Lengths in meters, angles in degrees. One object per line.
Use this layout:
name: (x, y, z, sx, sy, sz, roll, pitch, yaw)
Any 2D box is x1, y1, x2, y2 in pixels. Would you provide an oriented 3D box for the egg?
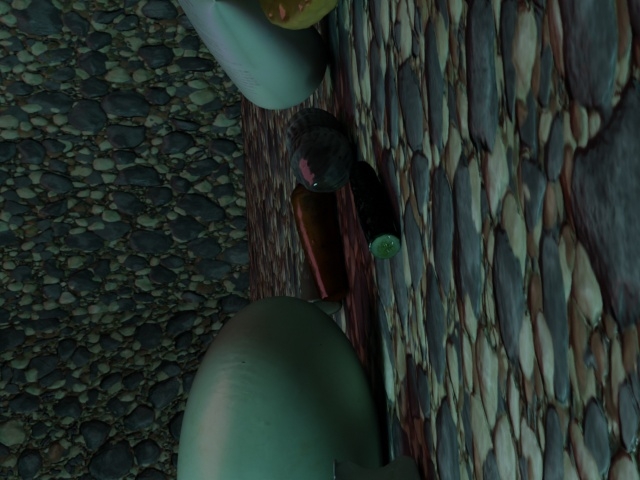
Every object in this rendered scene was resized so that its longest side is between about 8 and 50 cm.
egg: (-0.043, 0.237, 1.410, 0.230, 0.230, 0.371, -111, 22, -68)

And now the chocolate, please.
chocolate: (-0.002, -0.101, 1.428, 0.167, 0.072, 0.072, -105, 11, -68)

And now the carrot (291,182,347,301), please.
carrot: (0.000, 0.000, 1.609, 0.055, 0.055, 0.161, 100, 160, -69)

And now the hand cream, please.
hand cream: (-0.097, -0.258, 1.406, 0.185, 0.118, 0.359, 57, -174, 23)

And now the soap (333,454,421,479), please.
soap: (0.061, 0.340, 1.215, 0.150, 0.094, 0.261, -95, 2, -46)

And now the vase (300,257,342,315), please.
vase: (0.000, 0.042, 1.645, 0.053, 0.053, 0.100, 95, 172, -61)

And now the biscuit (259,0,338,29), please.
biscuit: (-0.042, -0.391, 1.239, 0.269, 0.051, 0.376, -22, 80, 59)

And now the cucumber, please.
cucumber: (0.048, -0.034, 1.205, 0.133, 0.032, 0.032, -105, 11, -52)
